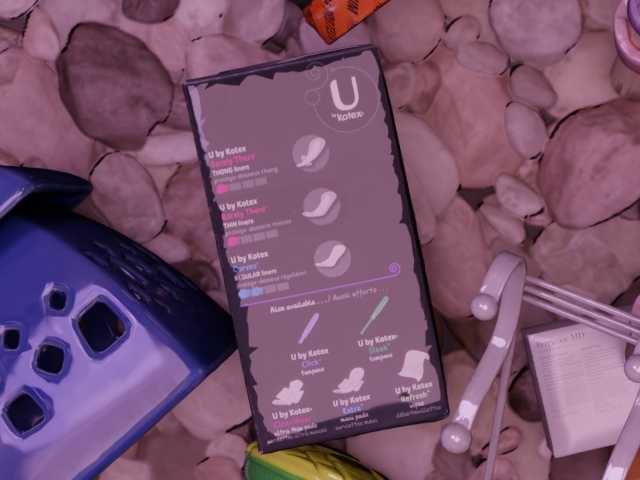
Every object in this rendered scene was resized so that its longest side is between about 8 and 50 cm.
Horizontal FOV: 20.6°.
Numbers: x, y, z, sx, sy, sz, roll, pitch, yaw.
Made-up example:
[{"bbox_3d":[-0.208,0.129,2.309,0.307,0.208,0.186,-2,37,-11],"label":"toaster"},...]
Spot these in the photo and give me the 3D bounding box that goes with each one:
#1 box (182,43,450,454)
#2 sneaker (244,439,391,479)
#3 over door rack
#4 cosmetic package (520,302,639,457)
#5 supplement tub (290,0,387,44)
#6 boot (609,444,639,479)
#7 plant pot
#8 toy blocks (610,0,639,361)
[{"bbox_3d":[0.000,0.000,1.291,0.143,0.165,0.270,-12,96,2],"label":"box"},{"bbox_3d":[0.049,0.262,1.345,0.295,0.109,0.123,41,91,-4],"label":"sneaker"},{"bbox_3d":[0.209,0.173,1.205,0.239,0.324,0.108,22,54,21],"label":"over door rack"},{"bbox_3d":[0.282,0.089,1.349,0.239,0.060,0.099,-12,95,2],"label":"cosmetic package"},{"bbox_3d":[-0.032,-0.320,1.240,0.207,0.207,0.338,-37,95,4],"label":"supplement tub"},{"bbox_3d":[0.292,0.244,1.362,0.152,0.073,0.197,3,84,-1],"label":"boot"},{"bbox_3d":[-0.215,0.078,1.273,0.236,0.236,0.212,-40,88,5],"label":"plant pot"},{"bbox_3d":[0.361,-0.058,1.200,0.309,0.260,0.289,-1,76,1],"label":"toy blocks"}]
